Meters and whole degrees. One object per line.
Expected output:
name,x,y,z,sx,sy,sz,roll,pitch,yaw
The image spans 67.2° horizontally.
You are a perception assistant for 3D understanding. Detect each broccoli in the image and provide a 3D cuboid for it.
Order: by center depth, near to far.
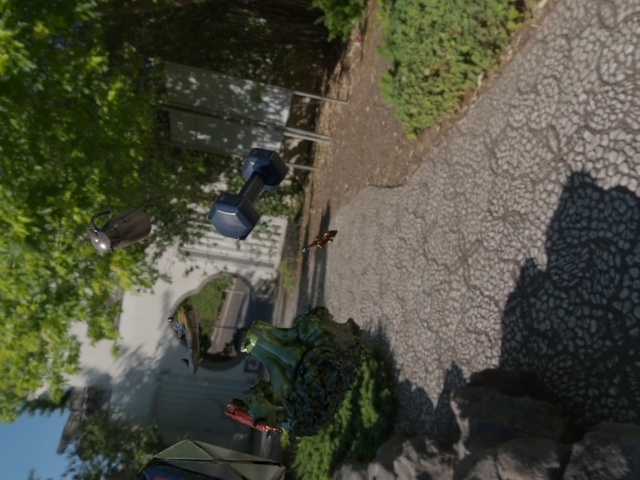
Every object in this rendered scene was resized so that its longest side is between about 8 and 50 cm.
broccoli,-0.050,0.284,1.170,0.293,0.281,0.348,-63,3,4

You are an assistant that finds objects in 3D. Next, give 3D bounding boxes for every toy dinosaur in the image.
toy dinosaur,0.000,0.000,1.746,0.049,0.154,0.055,65,164,-14

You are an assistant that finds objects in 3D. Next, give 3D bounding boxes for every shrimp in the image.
shrimp,-0.340,0.261,1.263,0.289,0.075,0.177,-26,70,61

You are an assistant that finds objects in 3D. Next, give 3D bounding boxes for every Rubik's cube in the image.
Rubik's cube,-0.218,0.550,0.923,0.246,0.250,0.248,74,-151,-78

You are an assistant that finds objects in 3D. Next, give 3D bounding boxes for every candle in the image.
candle,-0.225,0.601,1.639,0.302,0.084,0.059,4,115,44

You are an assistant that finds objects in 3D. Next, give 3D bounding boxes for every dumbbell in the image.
dumbbell,-0.227,-0.155,1.549,0.160,0.144,0.324,-44,17,48

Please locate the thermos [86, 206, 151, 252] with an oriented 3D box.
thermos,-0.633,-0.037,1.486,0.105,0.137,0.193,-35,7,24
